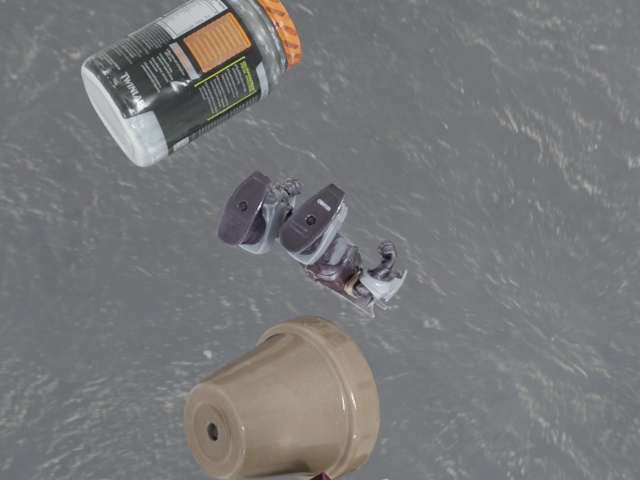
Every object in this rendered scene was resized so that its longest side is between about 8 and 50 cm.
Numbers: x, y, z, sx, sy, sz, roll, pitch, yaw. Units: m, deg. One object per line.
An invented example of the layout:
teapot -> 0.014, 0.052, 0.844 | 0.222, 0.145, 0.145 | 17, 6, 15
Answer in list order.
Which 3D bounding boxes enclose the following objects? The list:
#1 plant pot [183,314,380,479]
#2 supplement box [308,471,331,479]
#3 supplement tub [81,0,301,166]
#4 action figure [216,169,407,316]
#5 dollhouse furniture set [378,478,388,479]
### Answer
plant pot -> -0.076, 0.262, 1.599 | 0.263, 0.229, 0.263 | 11, 105, 45
supplement box -> -0.047, 0.427, 1.479 | 0.188, 0.104, 0.081 | -30, 122, 8
supplement tub -> -0.214, -0.290, 1.770 | 0.338, 0.207, 0.207 | -33, 78, -15
action figure -> 0.000, 0.000, 1.116 | 0.185, 0.285, 0.099 | 27, 88, 18
dollhouse furniture set -> 0.019, 0.515, 1.648 | 0.160, 0.242, 0.212 | -5, 68, -24
